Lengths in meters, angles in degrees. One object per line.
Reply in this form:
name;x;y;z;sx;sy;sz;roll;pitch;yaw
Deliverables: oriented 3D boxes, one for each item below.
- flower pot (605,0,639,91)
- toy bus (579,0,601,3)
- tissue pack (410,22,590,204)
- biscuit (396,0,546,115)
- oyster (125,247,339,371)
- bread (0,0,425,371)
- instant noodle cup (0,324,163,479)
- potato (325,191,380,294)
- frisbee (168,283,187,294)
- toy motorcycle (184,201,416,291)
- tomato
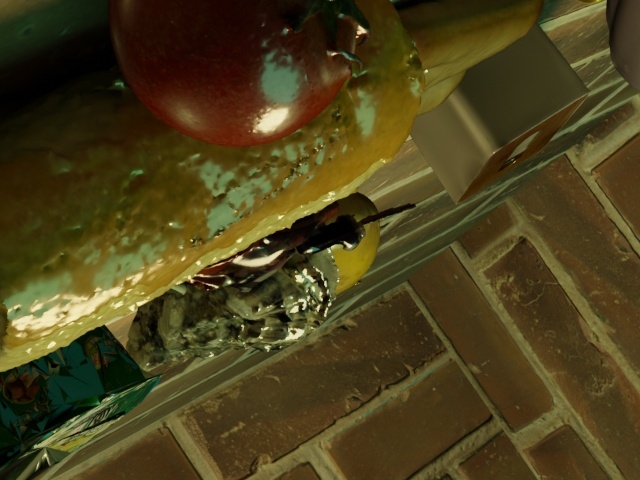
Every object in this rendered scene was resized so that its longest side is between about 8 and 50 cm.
flower pot;0.468;-0.318;1.613;0.265;0.265;0.243;-34;157;1
toy bus;0.245;-0.318;0.998;0.151;0.145;0.331;-25;165;-44
tissue pack;0.224;-0.170;1.770;0.159;0.136;0.246;-32;171;-12
biscuit;0.104;-0.189;1.463;0.291;0.062;0.237;-23;167;-48
oyster;-0.123;0.088;1.742;0.351;0.162;0.158;-26;179;27
bread;-0.118;-0.054;0.996;0.375;0.165;0.236;-30;173;-23
instant noodle cup;-0.297;0.127;1.287;0.240;0.178;0.240;-34;172;-5
potato;0.000;0.000;1.855;0.173;0.140;0.300;-21;165;-4
frisbee;-0.200;0.038;1.486;0.110;0.110;0.014;79;28;-81
toy motorcycle;-0.041;-0.032;1.547;0.401;0.134;0.207;-25;168;-42
tomato;-0.055;-0.141;0.843;0.167;0.167;0.167;-34;172;-6
